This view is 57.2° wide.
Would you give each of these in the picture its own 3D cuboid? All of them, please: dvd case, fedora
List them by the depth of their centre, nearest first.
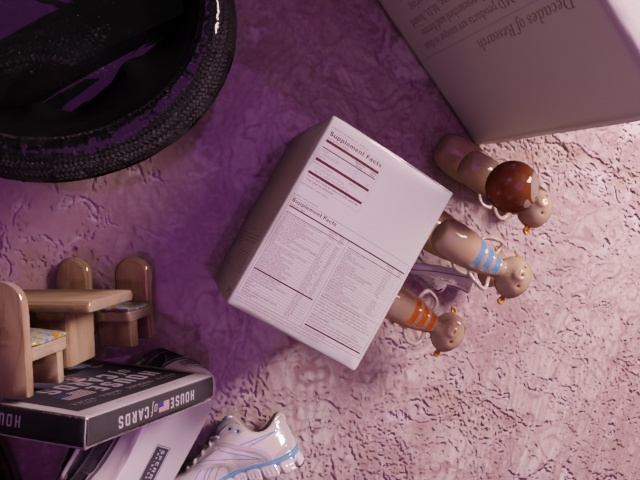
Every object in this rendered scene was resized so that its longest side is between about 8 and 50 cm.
[{"bbox_3d":[-0.249,0.141,0.546,0.239,0.179,0.029,0,88,20],"label":"dvd case"},{"bbox_3d":[-0.255,-0.209,0.594,0.334,0.152,0.333,-1,94,-11],"label":"fedora"}]

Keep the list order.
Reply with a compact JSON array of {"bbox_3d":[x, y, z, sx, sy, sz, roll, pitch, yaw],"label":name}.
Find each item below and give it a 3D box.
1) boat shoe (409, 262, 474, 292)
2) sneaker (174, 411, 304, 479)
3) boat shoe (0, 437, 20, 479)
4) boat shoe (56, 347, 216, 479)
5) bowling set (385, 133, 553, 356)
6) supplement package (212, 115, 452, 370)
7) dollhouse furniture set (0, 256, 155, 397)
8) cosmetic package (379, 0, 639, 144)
[{"bbox_3d":[0.156,0.051,0.772,0.100,0.035,0.035,11,87,-21],"label":"boat shoe"},{"bbox_3d":[-0.121,0.256,0.702,0.191,0.071,0.082,-15,84,-16],"label":"sneaker"},{"bbox_3d":[-0.329,0.366,0.626,0.097,0.116,0.324,-23,92,-9],"label":"boat shoe"},{"bbox_3d":[-0.232,0.255,0.632,0.108,0.102,0.301,45,66,-45],"label":"boat shoe"},{"bbox_3d":[0.200,-0.002,0.675,0.154,0.200,0.287,30,74,-16],"label":"bowling set"},{"bbox_3d":[0.000,0.000,0.647,0.149,0.194,0.203,31,86,-14],"label":"supplement package"},{"bbox_3d":[-0.312,0.036,0.567,0.242,0.212,0.160,-1,93,12],"label":"dollhouse furniture set"},{"bbox_3d":[0.257,-0.365,0.627,0.329,0.327,0.393,-40,102,-9],"label":"cosmetic package"}]
